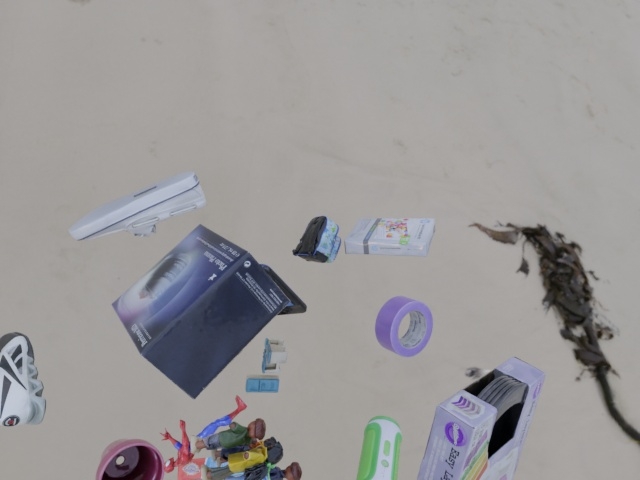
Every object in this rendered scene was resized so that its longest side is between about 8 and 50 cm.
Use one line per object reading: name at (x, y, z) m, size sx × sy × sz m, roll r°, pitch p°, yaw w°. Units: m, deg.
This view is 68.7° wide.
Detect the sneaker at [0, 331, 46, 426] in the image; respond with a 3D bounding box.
sneaker at (-0.802, 0.334, 1.167) m, size 0.146 × 0.122 × 0.331 m, roll 7°, pitch 17°, yaw -44°

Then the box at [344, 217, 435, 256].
box at (0.165, -0.010, 1.096) m, size 0.186 × 0.038 × 0.145 m, roll 3°, pitch 25°, yaw 21°

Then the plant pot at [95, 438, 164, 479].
plant pot at (-0.630, 0.734, 1.517) m, size 0.201 × 0.180 × 0.201 m, roll 2°, pitch 87°, yaw -35°

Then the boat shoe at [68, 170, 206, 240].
boat shoe at (-0.364, -0.051, 0.953) m, size 0.268 × 0.096 × 0.088 m, roll -28°, pitch 118°, yaw -15°

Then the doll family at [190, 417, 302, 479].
doll family at (-0.092, 0.296, 0.631) m, size 0.111 × 0.193 × 0.076 m, roll -15°, pitch 59°, yaw -2°

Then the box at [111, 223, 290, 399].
box at (-0.284, 0.144, 1.079) m, size 0.294 × 0.296 × 0.182 m, roll -46°, pitch 124°, yaw -16°

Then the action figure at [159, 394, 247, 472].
action figure at (-0.371, 0.555, 1.402) m, size 0.139 × 0.091 × 0.280 m, roll 43°, pitch 63°, yaw 11°

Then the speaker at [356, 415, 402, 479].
speaker at (0.175, 0.678, 1.410) m, size 0.131 × 0.131 × 0.296 m, roll 35°, pitch 28°, yaw -4°

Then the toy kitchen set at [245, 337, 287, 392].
toy kitchen set at (-0.195, 0.461, 1.657) m, size 0.122 × 0.166 × 0.207 m, roll 4°, pitch 98°, yaw -12°

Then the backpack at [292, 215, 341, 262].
backpack at (0.000, 0.000, 1.199) m, size 0.084 × 0.105 × 0.114 m, roll 30°, pitch 73°, yaw -32°

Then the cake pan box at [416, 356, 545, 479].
cake pan box at (0.251, 0.334, 0.746) m, size 0.246 × 0.266 × 0.070 m, roll -8°, pitch 24°, yaw -45°

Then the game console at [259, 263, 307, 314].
game console at (-0.216, 0.223, 1.430) m, size 0.293 × 0.250 × 0.173 m, roll 53°, pitch 37°, yaw -47°

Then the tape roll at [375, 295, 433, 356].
tape roll at (0.277, 0.283, 1.547) m, size 0.189 × 0.080 × 0.188 m, roll -5°, pitch 99°, yaw -32°

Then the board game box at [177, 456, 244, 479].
board game box at (-0.364, 0.827, 1.656) m, size 0.242 × 0.316 × 0.064 m, roll 0°, pitch 56°, yaw -11°
